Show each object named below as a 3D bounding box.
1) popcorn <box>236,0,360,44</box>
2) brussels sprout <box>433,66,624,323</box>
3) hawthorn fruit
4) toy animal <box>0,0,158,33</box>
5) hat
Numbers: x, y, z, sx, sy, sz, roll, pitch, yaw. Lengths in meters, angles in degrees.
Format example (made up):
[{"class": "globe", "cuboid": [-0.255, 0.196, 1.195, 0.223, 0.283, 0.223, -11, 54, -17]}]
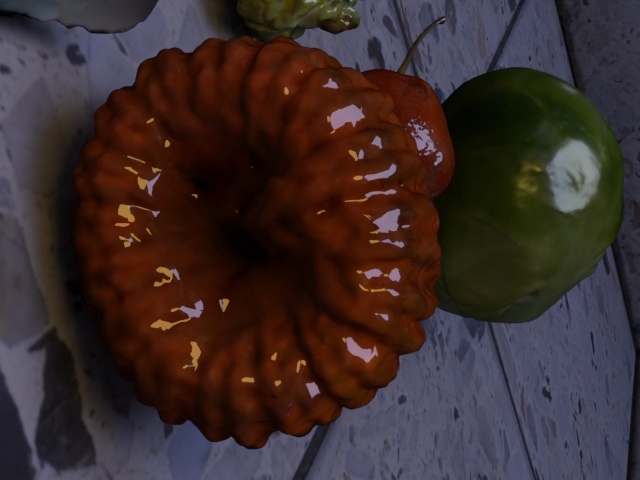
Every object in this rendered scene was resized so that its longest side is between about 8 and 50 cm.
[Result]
[{"class": "popcorn", "cuboid": [-0.030, -0.262, 0.942, 0.141, 0.162, 0.135, 9, 75, -37]}, {"class": "brussels sprout", "cuboid": [0.244, -0.054, 1.246, 0.344, 0.268, 0.344, -170, -90, -87]}, {"class": "hawthorn fruit", "cuboid": [0.090, -0.169, 1.128, 0.165, 0.165, 0.285, 45, 53, -52]}, {"class": "toy animal", "cuboid": [-0.185, -0.239, 0.632, 0.166, 0.138, 0.179, 40, 35, -82]}, {"class": "hat", "cuboid": [0.000, 0.000, 0.789, 0.400, 0.285, 0.285, 0, 83, -68]}]
